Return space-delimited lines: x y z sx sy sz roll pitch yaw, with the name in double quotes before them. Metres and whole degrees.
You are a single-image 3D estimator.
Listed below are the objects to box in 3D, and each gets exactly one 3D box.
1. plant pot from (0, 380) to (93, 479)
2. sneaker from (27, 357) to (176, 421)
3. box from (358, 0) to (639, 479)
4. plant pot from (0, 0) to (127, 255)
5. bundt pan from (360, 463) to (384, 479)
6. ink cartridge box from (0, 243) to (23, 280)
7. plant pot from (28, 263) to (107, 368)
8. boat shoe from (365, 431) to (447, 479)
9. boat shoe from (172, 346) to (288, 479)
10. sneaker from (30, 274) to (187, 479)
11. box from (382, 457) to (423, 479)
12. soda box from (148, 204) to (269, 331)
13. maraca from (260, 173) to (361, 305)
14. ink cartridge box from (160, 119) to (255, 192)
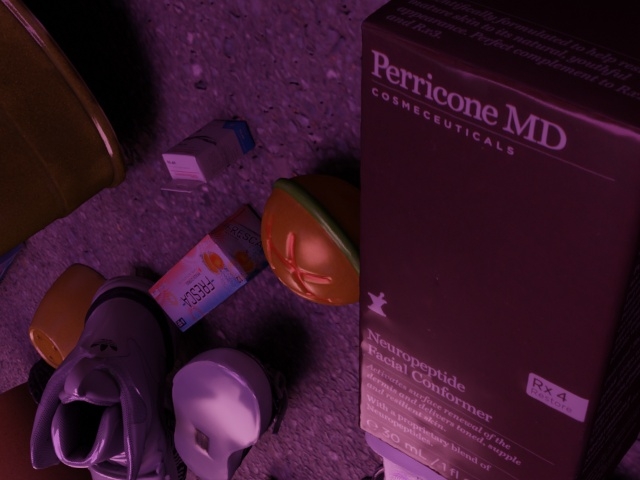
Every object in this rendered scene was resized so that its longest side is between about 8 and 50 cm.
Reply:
"plant pot" -0.420 0.347 1.574 0.254 0.237 0.237 62 146 6
"sneaker" -0.303 0.263 1.449 0.286 0.109 0.130 34 149 24
"box" 0.138 0.018 0.700 0.191 0.143 0.381 27 138 29
"plant pot" -0.441 -0.080 0.973 0.366 0.353 0.366 40 161 17
"bundt pan" 0.135 0.396 1.074 0.331 0.124 0.330 29 141 28
"ink cartridge box" -0.608 0.009 1.496 0.270 0.151 0.395 51 144 -1
"plant pot" -0.317 0.111 1.322 0.134 0.095 0.134 29 140 28
"boat shoe" 0.155 0.181 0.875 0.258 0.095 0.084 20 114 23
"boat shoe" -0.089 0.178 1.130 0.113 0.105 0.306 34 149 14
"sneaker" -0.246 0.240 1.200 0.138 0.210 0.365 8 118 7
"box" 0.203 0.258 0.918 0.324 0.067 0.063 21 136 33
"soda box" -0.110 0.032 1.053 0.063 0.058 0.183 51 146 -2
"maraca" 0.000 0.000 0.874 0.127 0.099 0.186 55 171 -4
"ink cartridge box" -0.106 -0.077 0.923 0.048 0.083 0.028 7 128 44
